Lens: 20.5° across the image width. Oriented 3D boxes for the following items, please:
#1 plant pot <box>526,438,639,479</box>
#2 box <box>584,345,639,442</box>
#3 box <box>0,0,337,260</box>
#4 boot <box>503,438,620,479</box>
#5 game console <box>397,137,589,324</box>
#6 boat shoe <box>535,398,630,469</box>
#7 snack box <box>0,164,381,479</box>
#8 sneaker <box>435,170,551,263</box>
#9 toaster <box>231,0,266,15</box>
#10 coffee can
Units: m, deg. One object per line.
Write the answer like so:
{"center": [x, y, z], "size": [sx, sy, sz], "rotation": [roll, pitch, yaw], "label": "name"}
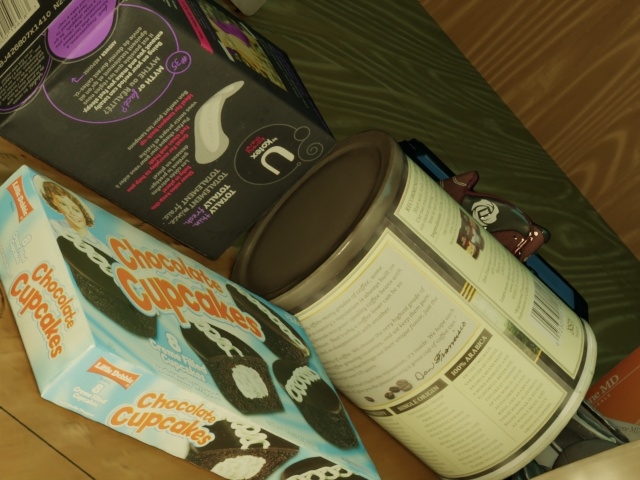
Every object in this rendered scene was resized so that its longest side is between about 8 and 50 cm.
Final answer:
{"center": [0.253, 0.314, 1.323], "size": [0.323, 0.323, 0.280], "rotation": [16, 52, -62], "label": "plant pot"}
{"center": [0.431, 0.283, 1.952], "size": [0.168, 0.215, 0.345], "rotation": [37, 18, -33], "label": "box"}
{"center": [-0.144, -0.128, 1.506], "size": [0.270, 0.165, 0.143], "rotation": [33, 20, -43], "label": "box"}
{"center": [0.236, 0.250, 1.718], "size": [0.223, 0.118, 0.338], "rotation": [37, 14, -19], "label": "boot"}
{"center": [0.220, -0.007, 2.317], "size": [0.342, 0.060, 0.386], "rotation": [49, 8, 3], "label": "game console"}
{"center": [0.219, 0.142, 1.938], "size": [0.301, 0.102, 0.108], "rotation": [48, 15, -1], "label": "boat shoe"}
{"center": [-0.100, 0.083, 1.307], "size": [0.322, 0.060, 0.187], "rotation": [32, 22, -45], "label": "snack box"}
{"center": [0.172, 0.057, 1.795], "size": [0.106, 0.163, 0.281], "rotation": [24, 44, -83], "label": "sneaker"}
{"center": [-0.109, -0.401, 2.376], "size": [0.168, 0.110, 0.185], "rotation": [46, 15, -9], "label": "toaster"}
{"center": [0.084, 0.065, 1.583], "size": [0.275, 0.201, 0.201], "rotation": [42, 16, -22], "label": "coffee can"}
